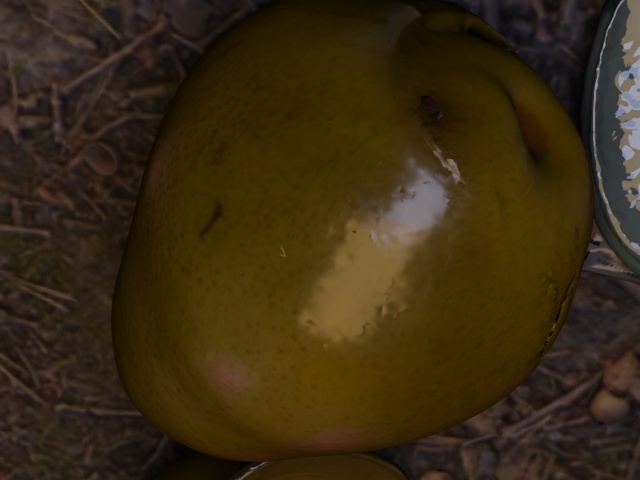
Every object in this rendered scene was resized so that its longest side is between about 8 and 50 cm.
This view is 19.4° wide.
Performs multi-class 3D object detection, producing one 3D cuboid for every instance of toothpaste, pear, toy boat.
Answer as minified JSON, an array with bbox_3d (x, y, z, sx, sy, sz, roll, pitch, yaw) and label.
[{"bbox_3d":[0.255,0.027,1.255,0.170,0.028,0.045,19,115,-1],"label":"toothpaste"},{"bbox_3d":[-0.002,0.002,1.132,0.336,0.285,0.285,-33,106,12],"label":"pear"},{"bbox_3d":[0.232,-0.072,1.198,0.134,0.079,0.207,-1,100,1],"label":"toy boat"}]

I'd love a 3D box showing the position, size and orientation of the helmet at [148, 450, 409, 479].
[{"bbox_3d":[-0.067,0.212,1.307,0.205,0.140,0.257,18,108,-38],"label":"helmet"}]
